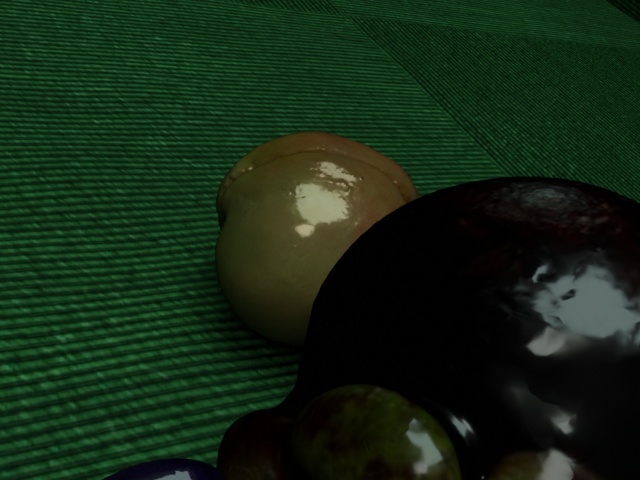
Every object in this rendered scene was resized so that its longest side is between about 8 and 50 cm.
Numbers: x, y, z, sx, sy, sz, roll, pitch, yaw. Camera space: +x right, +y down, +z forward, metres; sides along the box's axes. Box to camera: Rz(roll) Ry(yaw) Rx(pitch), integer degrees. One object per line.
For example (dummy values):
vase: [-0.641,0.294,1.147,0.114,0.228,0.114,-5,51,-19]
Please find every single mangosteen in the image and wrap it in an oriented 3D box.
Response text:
mangosteen: [0.096,0.113,0.471,0.313,0.297,0.297,-18,45,-7]

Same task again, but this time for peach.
peach: [0.000,0.000,0.659,0.184,0.184,0.184,15,35,-11]

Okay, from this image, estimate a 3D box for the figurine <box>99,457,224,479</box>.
figurine: [-0.059,0.279,0.270,0.193,0.154,0.421,-11,45,-32]
